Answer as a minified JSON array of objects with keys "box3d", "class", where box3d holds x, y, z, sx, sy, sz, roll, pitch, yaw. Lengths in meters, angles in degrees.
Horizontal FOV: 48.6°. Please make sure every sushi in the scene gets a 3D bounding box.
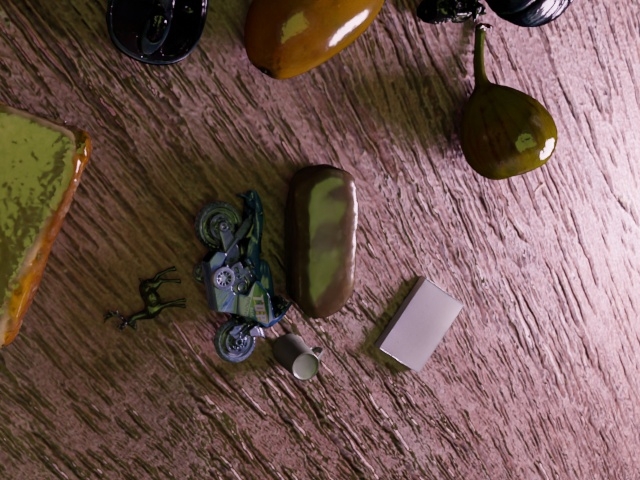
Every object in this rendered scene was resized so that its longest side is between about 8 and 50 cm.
[{"box3d":[0.206,-0.368,1.109,0.083,0.084,0.056,-10,105,-18],"class":"sushi"}]

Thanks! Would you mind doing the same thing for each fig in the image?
[{"box3d":[0.277,-0.224,1.156,0.151,0.151,0.259,-25,89,-14],"class":"fig"}]

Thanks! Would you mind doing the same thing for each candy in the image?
[{"box3d":[0.000,0.000,1.106,0.102,0.104,0.234,-5,104,-15],"class":"candy"}]

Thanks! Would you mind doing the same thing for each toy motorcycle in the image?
[{"box3d":[-0.115,0.054,1.083,0.135,0.092,0.254,-12,98,-28],"class":"toy motorcycle"}]

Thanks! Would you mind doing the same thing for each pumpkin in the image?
[{"box3d":[0.317,-0.426,1.101,0.150,0.194,0.194,-28,115,20],"class":"pumpkin"}]

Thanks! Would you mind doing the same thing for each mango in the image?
[{"box3d":[-0.006,-0.334,1.019,0.253,0.113,0.138,-37,101,-16],"class":"mango"}]

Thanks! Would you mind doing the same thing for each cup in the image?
[{"box3d":[-0.031,0.193,1.149,0.075,0.083,0.054,25,91,-26],"class":"cup"}]

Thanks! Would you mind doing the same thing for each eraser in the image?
[{"box3d":[0.177,0.149,1.254,0.104,0.023,0.150,35,89,-24],"class":"eraser"}]

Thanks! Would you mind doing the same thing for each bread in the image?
[{"box3d":[-0.415,-0.042,0.835,0.207,0.279,0.279,22,94,-24],"class":"bread"}]

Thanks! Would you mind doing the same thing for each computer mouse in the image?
[{"box3d":[-0.205,-0.352,0.944,0.137,0.096,0.233,9,98,-24],"class":"computer mouse"}]

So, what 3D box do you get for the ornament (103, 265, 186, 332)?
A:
[{"box3d":[-0.267,0.092,1.063,0.125,0.028,0.073,-19,109,-18],"class":"ornament"}]
